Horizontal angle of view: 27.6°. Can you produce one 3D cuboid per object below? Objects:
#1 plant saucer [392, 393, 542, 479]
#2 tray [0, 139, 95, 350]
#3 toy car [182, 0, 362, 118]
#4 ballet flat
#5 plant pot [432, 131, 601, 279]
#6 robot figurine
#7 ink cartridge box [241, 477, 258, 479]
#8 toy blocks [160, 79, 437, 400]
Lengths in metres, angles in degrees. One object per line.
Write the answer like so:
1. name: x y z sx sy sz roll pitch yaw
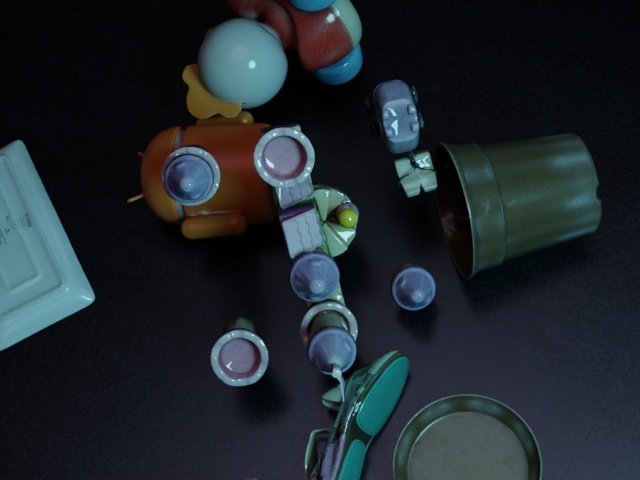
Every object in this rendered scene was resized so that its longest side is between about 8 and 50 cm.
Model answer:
1. plant saucer: 0.167 0.259 1.482 0.168 0.029 0.168 -3 67 6
2. tray: -0.405 -0.002 1.676 0.145 0.030 0.270 -27 66 -6
3. toy car: -0.092 -0.256 1.642 0.238 0.219 0.210 -43 67 -10
4. ballet flat: 0.028 0.219 1.501 0.079 0.077 0.221 10 67 33
5. plant pot: 0.234 -0.051 1.547 0.165 0.167 0.167 -12 65 -7
6. robot figurine: -0.127 -0.083 1.621 0.219 0.128 0.158 -1 93 6
7. ink cartridge box: -0.101 0.372 1.400 0.127 0.128 0.176 -14 55 0
8. toy blocks: 0.000 0.000 1.438 0.309 0.260 0.288 -15 101 -1
